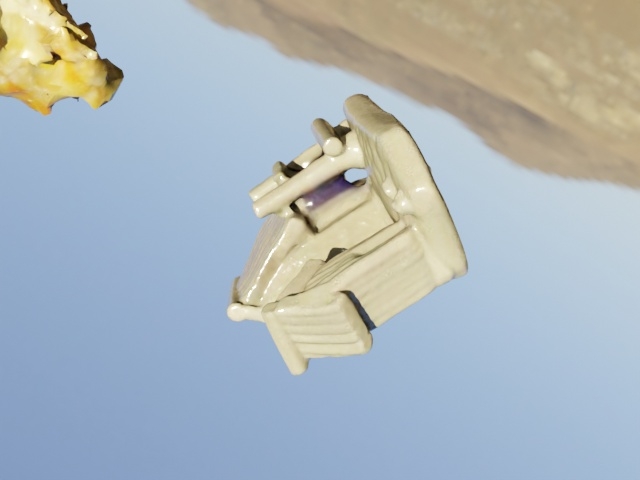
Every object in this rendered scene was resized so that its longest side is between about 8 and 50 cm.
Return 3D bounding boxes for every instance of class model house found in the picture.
[{"bbox_3d":[0.008,0.002,1.158,0.122,0.188,0.229,49,-177,-19],"label":"model house"}]

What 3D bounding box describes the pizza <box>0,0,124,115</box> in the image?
[{"bbox_3d":[-0.300,-0.204,0.952,0.406,0.130,0.440,43,-174,2],"label":"pizza"}]
